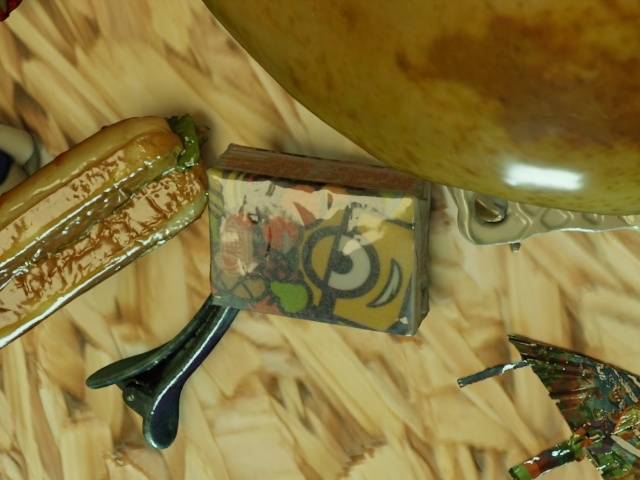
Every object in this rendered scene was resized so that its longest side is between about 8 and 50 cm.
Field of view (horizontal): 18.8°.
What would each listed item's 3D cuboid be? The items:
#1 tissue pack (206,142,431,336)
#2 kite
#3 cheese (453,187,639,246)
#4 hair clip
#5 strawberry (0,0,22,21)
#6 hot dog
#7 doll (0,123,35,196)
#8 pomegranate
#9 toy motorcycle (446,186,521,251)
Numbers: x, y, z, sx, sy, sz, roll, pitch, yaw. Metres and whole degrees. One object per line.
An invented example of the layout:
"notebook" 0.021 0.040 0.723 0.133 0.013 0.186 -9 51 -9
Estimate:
"tissue pack" 0.000 0.000 1.294 0.148 0.060 0.108 8 117 17
"kite" 0.183 0.134 1.286 0.160 0.010 0.183 -31 94 41
"cheese" 0.205 -0.054 1.060 0.249 0.071 0.163 13 97 1
"hair clip" -0.081 0.042 1.408 0.083 0.048 0.275 44 125 11
"strawberry" -0.244 -0.198 1.382 0.083 0.073 0.073 -129 36 -53
"hot dog" -0.180 -0.012 1.377 0.250 0.076 0.104 -36 127 11
"doll" -0.296 -0.077 1.441 0.138 0.119 0.293 -31 96 -2
"pomegranate" 0.113 -0.213 0.924 0.417 0.417 0.416 16 122 28
"toy motorcycle" 0.167 -0.037 1.163 0.229 0.094 0.129 24 131 7
